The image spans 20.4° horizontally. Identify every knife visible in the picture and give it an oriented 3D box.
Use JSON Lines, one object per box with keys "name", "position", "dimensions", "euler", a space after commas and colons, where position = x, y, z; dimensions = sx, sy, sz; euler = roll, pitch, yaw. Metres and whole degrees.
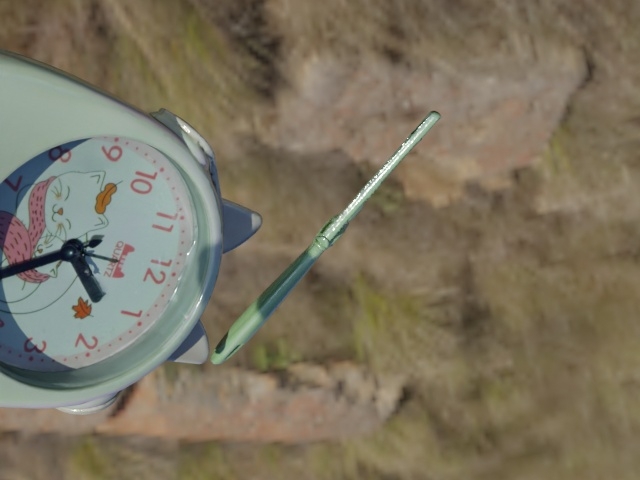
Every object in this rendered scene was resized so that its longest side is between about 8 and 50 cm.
{"name": "knife", "position": [0.002, 0.001, 1.460], "dimensions": [0.293, 0.020, 0.043], "euler": [-48, 179, 16]}

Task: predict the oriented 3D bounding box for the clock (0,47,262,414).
{"name": "clock", "position": [-0.204, 0.003, 1.379], "dimensions": [0.324, 0.265, 0.108], "euler": [17, -170, -36]}
